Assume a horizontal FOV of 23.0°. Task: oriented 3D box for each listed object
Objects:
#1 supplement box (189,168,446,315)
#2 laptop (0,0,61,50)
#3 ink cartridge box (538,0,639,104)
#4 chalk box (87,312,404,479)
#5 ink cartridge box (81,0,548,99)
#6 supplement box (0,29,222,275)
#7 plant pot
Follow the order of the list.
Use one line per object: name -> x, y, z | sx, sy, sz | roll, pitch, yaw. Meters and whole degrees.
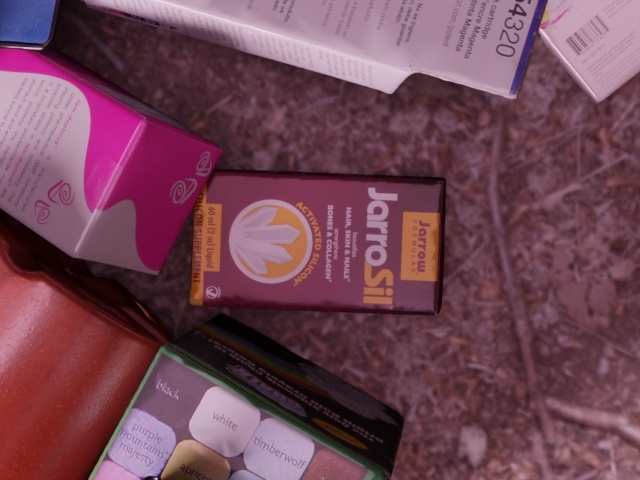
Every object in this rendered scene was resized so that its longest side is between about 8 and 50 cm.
supplement box -> 0.000, 0.000, 1.193 | 0.188, 0.081, 0.104 | 2, 93, 5
laptop -> -0.363, -0.376, 1.090 | 0.382, 0.236, 0.408 | 7, 138, 18
ink cartridge box -> 0.190, -0.203, 1.172 | 0.104, 0.061, 0.181 | -39, 89, 7
chalk box -> -0.064, 0.180, 1.105 | 0.180, 0.289, 0.179 | 30, 96, 4
ink cartridge box -> 0.027, -0.279, 1.135 | 0.330, 0.071, 0.324 | 18, 77, 7
supplement box -> -0.201, -0.077, 1.157 | 0.220, 0.114, 0.111 | 32, 96, 29
plant pot -> -0.263, 0.119, 1.142 | 0.272, 0.272, 0.265 | 38, 91, 3
